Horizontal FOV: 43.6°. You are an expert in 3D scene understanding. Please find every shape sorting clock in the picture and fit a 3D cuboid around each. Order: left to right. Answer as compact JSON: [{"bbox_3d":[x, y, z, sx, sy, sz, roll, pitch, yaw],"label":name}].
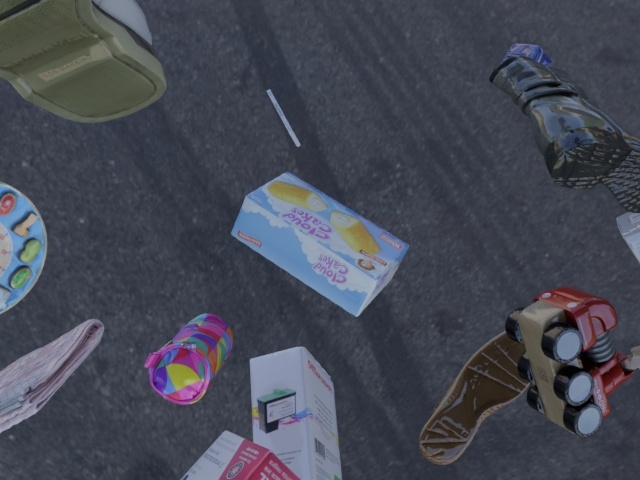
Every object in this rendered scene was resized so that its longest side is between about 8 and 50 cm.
[{"bbox_3d":[-0.464,0.017,1.062,0.206,0.206,0.040,-36,40,-21],"label":"shape sorting clock"}]

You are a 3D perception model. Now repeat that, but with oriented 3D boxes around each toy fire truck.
[{"bbox_3d":[0.453,0.167,1.263,0.246,0.158,0.216,-28,111,-18],"label":"toy fire truck"}]

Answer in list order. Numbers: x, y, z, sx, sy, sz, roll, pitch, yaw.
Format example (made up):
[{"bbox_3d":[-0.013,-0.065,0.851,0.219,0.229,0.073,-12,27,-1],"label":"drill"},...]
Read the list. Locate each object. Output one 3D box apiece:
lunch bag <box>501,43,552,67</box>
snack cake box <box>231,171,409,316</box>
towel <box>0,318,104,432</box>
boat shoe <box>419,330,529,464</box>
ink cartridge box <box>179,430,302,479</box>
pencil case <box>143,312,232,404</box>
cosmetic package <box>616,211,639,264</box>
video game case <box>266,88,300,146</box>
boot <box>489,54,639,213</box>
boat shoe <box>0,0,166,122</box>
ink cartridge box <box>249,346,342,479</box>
[{"bbox_3d":[0.446,-0.393,1.750,0.065,0.098,0.067,33,83,-36],"label":"lunch bag"},{"bbox_3d":[0.000,0.000,1.379,0.264,0.089,0.152,32,31,12],"label":"snack cake box"},{"bbox_3d":[-0.577,0.283,1.446,0.332,0.317,0.053,-29,102,14],"label":"towel"},{"bbox_3d":[0.326,0.308,1.657,0.123,0.123,0.342,35,99,1],"label":"boat shoe"},{"bbox_3d":[-0.126,0.332,0.850,0.100,0.172,0.237,47,70,-12],"label":"ink cartridge box"},{"bbox_3d":[-0.207,0.186,1.302,0.105,0.236,0.104,0,95,4],"label":"pencil case"},{"bbox_3d":[0.783,0.041,1.826,0.107,0.127,0.237,-28,101,21],"label":"cosmetic package"},{"bbox_3d":[-0.085,-0.282,1.847,0.011,0.087,0.122,-29,71,3],"label":"video game case"},{"bbox_3d":[0.305,-0.125,0.879,0.247,0.083,0.161,12,44,-37],"label":"boot"},{"bbox_3d":[-0.178,-0.160,0.455,0.113,0.302,0.103,-20,80,0],"label":"boat shoe"},{"bbox_3d":[-0.045,0.373,1.530,0.117,0.201,0.278,-13,57,12],"label":"ink cartridge box"}]
